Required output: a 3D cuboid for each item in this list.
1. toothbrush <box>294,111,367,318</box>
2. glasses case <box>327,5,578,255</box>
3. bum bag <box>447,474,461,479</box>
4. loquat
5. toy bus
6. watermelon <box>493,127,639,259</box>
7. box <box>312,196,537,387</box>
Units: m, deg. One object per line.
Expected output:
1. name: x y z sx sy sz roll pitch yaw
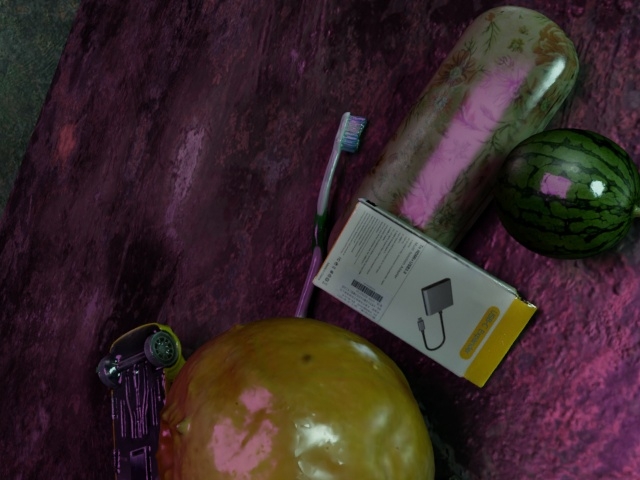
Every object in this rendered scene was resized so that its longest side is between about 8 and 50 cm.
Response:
1. toothbrush: -0.005 -0.001 0.997 0.040 0.042 0.417 16 86 14
2. glasses case: 0.160 -0.101 0.833 0.156 0.098 0.425 43 107 31
3. bum bag: 0.109 0.393 0.738 0.248 0.069 0.102 -58 10 14
4. loquat: -0.031 0.244 0.743 0.328 0.328 0.328 -16 66 39
5. toy bus: -0.263 0.310 1.062 0.144 0.152 0.330 -26 62 29
6. watermelon: 0.280 -0.047 0.676 0.187 0.141 0.140 16 87 39
7. box: 0.123 0.063 0.786 0.247 0.033 0.129 33 105 9
